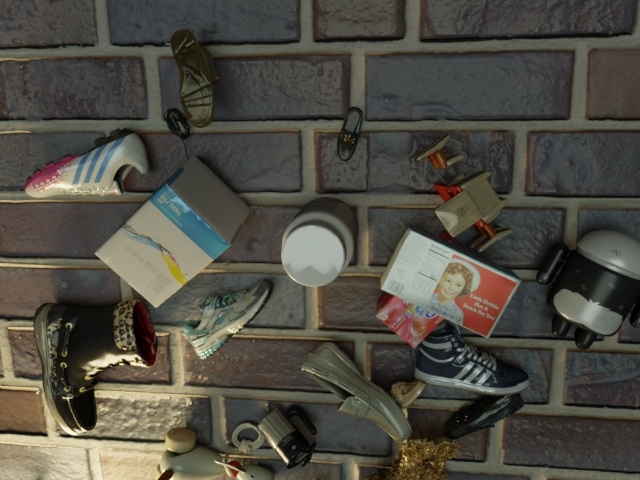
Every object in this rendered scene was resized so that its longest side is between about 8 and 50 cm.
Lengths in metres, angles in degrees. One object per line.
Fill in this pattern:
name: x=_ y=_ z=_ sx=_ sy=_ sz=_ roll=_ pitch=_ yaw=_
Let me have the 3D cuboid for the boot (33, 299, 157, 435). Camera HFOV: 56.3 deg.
boot: x=-0.583 y=0.333 z=1.600 sx=0.285 sy=0.138 sz=0.376 roll=-8 pitch=97 yaw=9

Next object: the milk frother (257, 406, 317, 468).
milk frother: x=-0.083 y=0.537 z=1.610 sx=0.135 sy=0.129 sz=0.143 roll=44 pitch=141 yaw=30

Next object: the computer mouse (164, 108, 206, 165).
computer mouse: x=-0.325 y=-0.214 z=1.489 sx=0.071 sy=0.041 sz=0.241 roll=-16 pitch=96 yaw=27

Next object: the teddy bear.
teddy bear: x=0.228 y=0.627 z=1.543 sx=0.338 sy=0.113 sz=0.245 roll=-48 pitch=136 yaw=14

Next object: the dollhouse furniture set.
dollhouse furniture set: x=0.301 y=-0.089 z=1.327 sx=0.135 sy=0.259 sz=0.262 roll=-35 pitch=96 yaw=3

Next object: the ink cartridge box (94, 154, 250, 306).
ink cartridge box: x=-0.344 y=-0.022 z=1.416 sx=0.270 sy=0.198 sz=0.197 roll=-38 pitch=106 yaw=23

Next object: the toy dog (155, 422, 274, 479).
toy dog: x=-0.306 y=0.631 z=1.619 sx=0.334 sy=0.161 sz=0.219 roll=-5 pitch=103 yaw=8

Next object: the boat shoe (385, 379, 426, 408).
boat shoe: x=0.204 y=0.392 z=1.528 sx=0.059 sy=0.063 sz=0.170 roll=47 pitch=135 yaw=7

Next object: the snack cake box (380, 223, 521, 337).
snack cake box: x=0.284 y=0.087 z=1.329 sx=0.265 sy=0.089 sz=0.152 roll=25 pitch=102 yaw=0

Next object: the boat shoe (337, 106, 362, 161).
boat shoe: x=0.068 y=-0.252 z=1.427 sx=0.049 sy=0.042 sz=0.132 roll=15 pitch=106 yaw=1

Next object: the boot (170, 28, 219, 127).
boot: x=-0.275 y=-0.361 z=1.376 sx=0.077 sy=0.165 sz=0.213 roll=-13 pitch=95 yaw=4

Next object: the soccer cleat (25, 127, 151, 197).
soccer cleat: x=-0.577 y=-0.155 z=1.487 sx=0.332 sy=0.116 sz=0.143 roll=-24 pitch=99 yaw=11

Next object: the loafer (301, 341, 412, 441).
loafer: x=0.089 y=0.397 z=1.509 sx=0.319 sy=0.112 sz=0.111 roll=41 pitch=62 yaw=13

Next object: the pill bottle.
pill bottle: x=0.000 y=0.000 z=1.369 sx=0.161 sy=0.283 sz=0.160 roll=2 pitch=103 yaw=7

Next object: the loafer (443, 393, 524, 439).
loafer: x=0.418 y=0.454 z=1.534 sx=0.223 sy=0.076 sz=0.078 roll=-38 pitch=105 yaw=18

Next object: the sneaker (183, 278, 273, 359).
sneaker: x=-0.244 y=0.183 z=1.534 sx=0.283 sy=0.110 sz=0.122 roll=-42 pitch=92 yaw=14

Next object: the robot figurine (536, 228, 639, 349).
robot figurine: x=0.637 y=0.109 z=1.381 sx=0.209 sy=0.173 sz=0.278 roll=16 pitch=106 yaw=-22

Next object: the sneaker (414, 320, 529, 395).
sneaker: x=0.381 y=0.289 z=1.489 sx=0.283 sy=0.099 sz=0.153 roll=4 pitch=106 yaw=9

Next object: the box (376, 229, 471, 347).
box: x=0.263 y=0.116 z=1.448 sx=0.128 sy=0.122 sz=0.257 roll=40 pitch=104 yaw=-3
